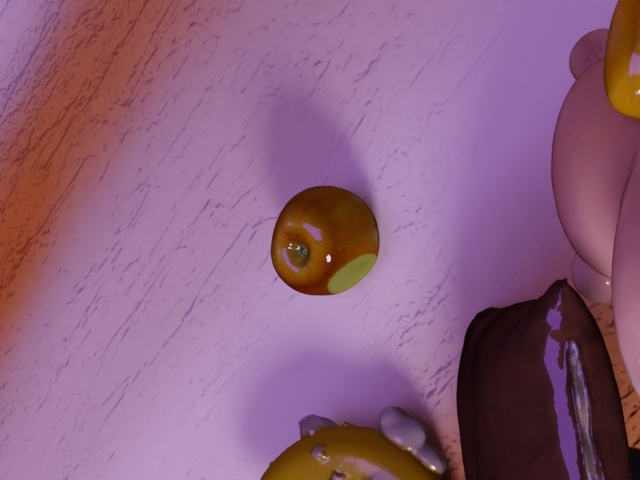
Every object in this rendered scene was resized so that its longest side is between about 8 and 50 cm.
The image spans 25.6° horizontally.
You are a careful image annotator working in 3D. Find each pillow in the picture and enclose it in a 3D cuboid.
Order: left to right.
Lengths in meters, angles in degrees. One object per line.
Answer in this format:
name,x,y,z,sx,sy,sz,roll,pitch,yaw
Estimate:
pillow,0.187,0.195,1.200,0.108,0.305,0.308,-8,85,-7

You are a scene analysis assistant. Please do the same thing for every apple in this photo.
apple,0.000,0.000,1.409,0.114,0.102,0.099,-48,68,27

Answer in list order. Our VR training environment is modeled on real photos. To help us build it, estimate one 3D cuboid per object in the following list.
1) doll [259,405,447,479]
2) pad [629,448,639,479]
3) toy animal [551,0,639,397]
doll,0.032,0.293,1.399,0.237,0.111,0.252,-20,79,18
pad,0.239,0.317,1.317,0.159,0.009,0.265,7,94,35
toy animal,0.315,-0.026,1.140,0.247,0.277,0.345,149,119,-61
